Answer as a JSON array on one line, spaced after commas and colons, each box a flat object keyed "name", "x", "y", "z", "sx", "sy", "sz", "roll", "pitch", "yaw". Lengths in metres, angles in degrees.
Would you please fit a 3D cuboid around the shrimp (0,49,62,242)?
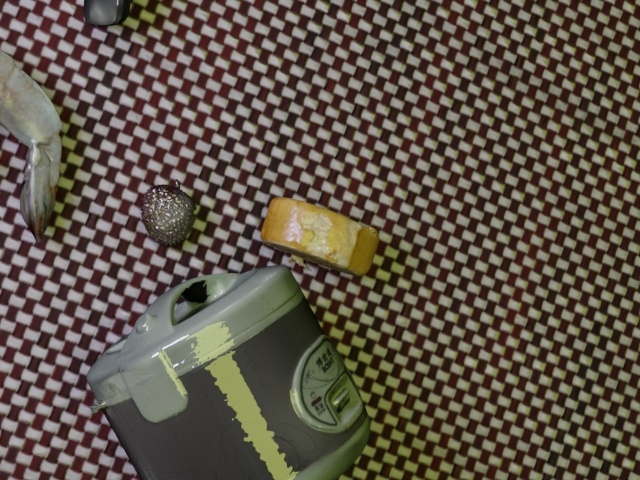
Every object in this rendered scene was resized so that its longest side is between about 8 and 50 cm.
[{"name": "shrimp", "x": -0.416, "y": -0.066, "z": 1.610, "sx": 0.247, "sy": 0.085, "sz": 0.360, "roll": -8, "pitch": 100, "yaw": -16}]

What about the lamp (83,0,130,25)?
[{"name": "lamp", "x": -0.367, "y": -0.273, "z": 1.638, "sx": 0.283, "sy": 0.124, "sz": 0.203, "roll": -2, "pitch": 97, "yaw": -14}]

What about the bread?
[{"name": "bread", "x": 0.000, "y": 0.000, "z": 1.727, "sx": 0.149, "sy": 0.122, "sz": 0.073, "roll": 20, "pitch": 84, "yaw": -14}]

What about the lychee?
[{"name": "lychee", "x": -0.187, "y": -0.035, "z": 1.704, "sx": 0.067, "sy": 0.068, "sz": 0.083, "roll": 5, "pitch": 88, "yaw": 25}]

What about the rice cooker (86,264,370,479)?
[{"name": "rice cooker", "x": -0.105, "y": 0.176, "z": 1.609, "sx": 0.288, "sy": 0.288, "sz": 0.277, "roll": -29, "pitch": 94, "yaw": -16}]
